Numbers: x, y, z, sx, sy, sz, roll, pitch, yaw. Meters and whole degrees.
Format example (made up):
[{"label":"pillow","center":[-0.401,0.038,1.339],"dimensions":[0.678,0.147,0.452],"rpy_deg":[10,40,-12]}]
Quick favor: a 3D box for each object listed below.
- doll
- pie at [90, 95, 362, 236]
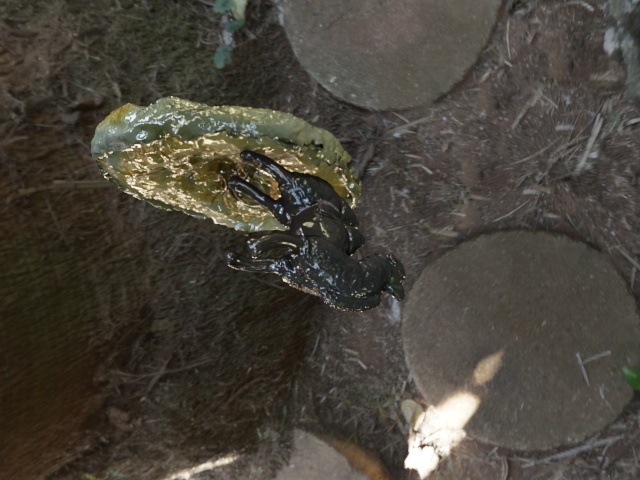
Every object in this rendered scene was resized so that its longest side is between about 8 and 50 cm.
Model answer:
[{"label":"doll","center":[0.000,0.000,0.499],"dimensions":[0.165,0.139,0.057],"rpy_deg":[18,130,-21]},{"label":"pie","center":[-0.094,-0.068,0.596],"dimensions":[0.274,0.274,0.055],"rpy_deg":[1,71,22]}]
